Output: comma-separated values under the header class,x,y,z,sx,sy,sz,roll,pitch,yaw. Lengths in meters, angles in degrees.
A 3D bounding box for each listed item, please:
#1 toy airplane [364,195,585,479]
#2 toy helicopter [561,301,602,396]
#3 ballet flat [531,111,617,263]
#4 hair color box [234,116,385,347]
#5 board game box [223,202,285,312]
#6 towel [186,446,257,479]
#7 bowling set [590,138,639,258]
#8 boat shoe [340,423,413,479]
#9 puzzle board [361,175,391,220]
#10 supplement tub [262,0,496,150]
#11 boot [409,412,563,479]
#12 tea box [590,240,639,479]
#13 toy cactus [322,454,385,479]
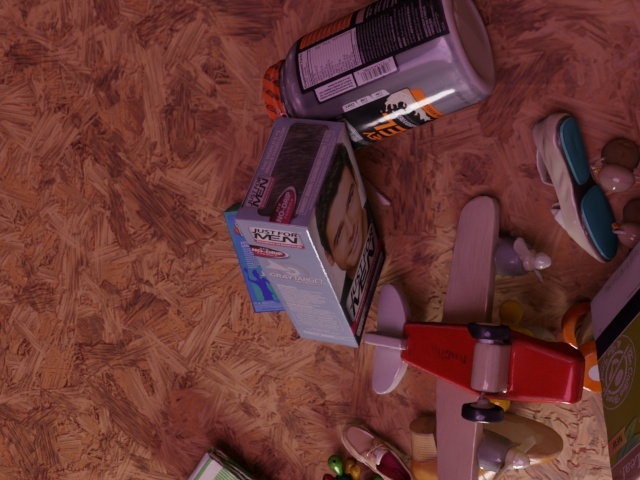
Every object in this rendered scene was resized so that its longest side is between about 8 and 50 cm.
class,x,y,z,sx,sy,sz,roll,pitch,yaw
toy airplane,0.255,0.182,1.342,0.273,0.384,0.386,3,135,-27
toy helicopter,0.565,0.211,1.314,0.235,0.140,0.355,-35,108,23
ballet flat,0.383,-0.078,1.268,0.086,0.086,0.248,-14,106,28
hair color box,0.000,0.000,1.292,0.114,0.185,0.374,8,150,20
board game box,-0.073,0.027,1.518,0.160,0.047,0.210,-5,112,25
towel,-0.159,0.612,1.804,0.325,0.038,0.248,36,123,2
bowling set,0.514,-0.011,1.190,0.287,0.154,0.199,17,119,15
boat shoe,0.114,0.416,1.602,0.170,0.063,0.059,39,159,3
puzzle board,0.049,-0.076,1.441,0.128,0.011,0.096,42,124,1
supplement tub,0.083,-0.249,1.237,0.316,0.193,0.193,-18,106,29
boot,0.310,0.429,1.527,0.295,0.104,0.211,-2,118,29
tea box,0.516,0.125,1.007,0.220,0.323,0.329,14,136,-6
toy cactus,0.082,0.532,1.671,0.219,0.112,0.180,35,132,-6
